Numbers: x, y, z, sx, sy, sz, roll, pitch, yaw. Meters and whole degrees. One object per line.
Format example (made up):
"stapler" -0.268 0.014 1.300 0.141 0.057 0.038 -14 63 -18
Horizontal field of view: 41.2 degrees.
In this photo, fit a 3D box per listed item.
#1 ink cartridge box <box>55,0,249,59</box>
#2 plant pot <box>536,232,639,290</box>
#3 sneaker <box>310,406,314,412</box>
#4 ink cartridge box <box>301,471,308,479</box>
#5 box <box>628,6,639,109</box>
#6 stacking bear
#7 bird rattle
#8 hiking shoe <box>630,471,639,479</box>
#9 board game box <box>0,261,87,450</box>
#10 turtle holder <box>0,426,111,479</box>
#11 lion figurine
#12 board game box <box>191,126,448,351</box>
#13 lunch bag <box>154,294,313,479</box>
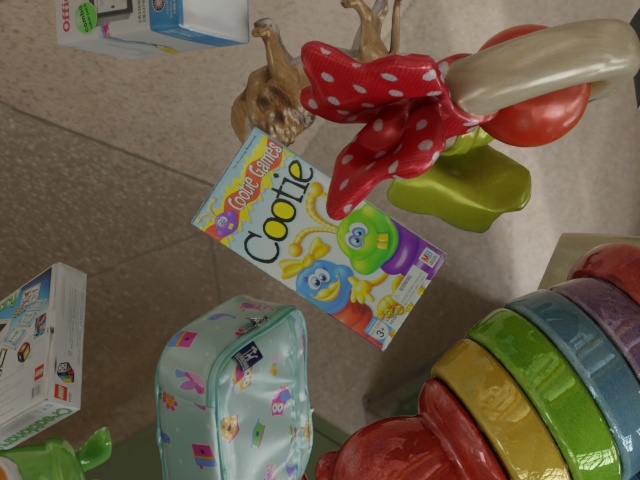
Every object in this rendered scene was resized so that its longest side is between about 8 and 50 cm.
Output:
"ink cartridge box" -0.288 -0.431 1.453 0.197 0.270 0.198 -8 96 -60
"plant pot" 0.360 0.101 0.893 0.256 0.274 0.256 -59 163 -29
"sneaker" -0.049 0.357 1.702 0.109 0.040 0.043 10 87 -54
"ink cartridge box" -0.020 0.442 1.308 0.066 0.189 0.232 -24 160 -5
"box" 0.580 -0.278 1.267 0.207 0.108 0.153 4 68 -5
"stacking bear" 0.140 0.138 0.631 0.289 0.175 0.164 -30 151 -8
"bird rattle" 0.102 -0.099 0.561 0.253 0.207 0.143 20 51 -69
"hiking shoe" 0.442 0.318 1.177 0.113 0.304 0.132 -36 107 -35
"board game box" -0.420 0.178 1.105 0.053 0.305 0.193 30 41 -42
"turtle holder" -0.315 0.339 0.855 0.227 0.320 0.243 -8 71 -23
"lion figurine" 0.011 -0.306 1.543 0.392 0.142 0.240 -18 114 2
"board game box" 0.000 0.000 1.070 0.142 0.275 0.144 -56 177 0
"lunch bag" -0.096 0.213 1.067 0.224 0.108 0.279 -28 124 -53
